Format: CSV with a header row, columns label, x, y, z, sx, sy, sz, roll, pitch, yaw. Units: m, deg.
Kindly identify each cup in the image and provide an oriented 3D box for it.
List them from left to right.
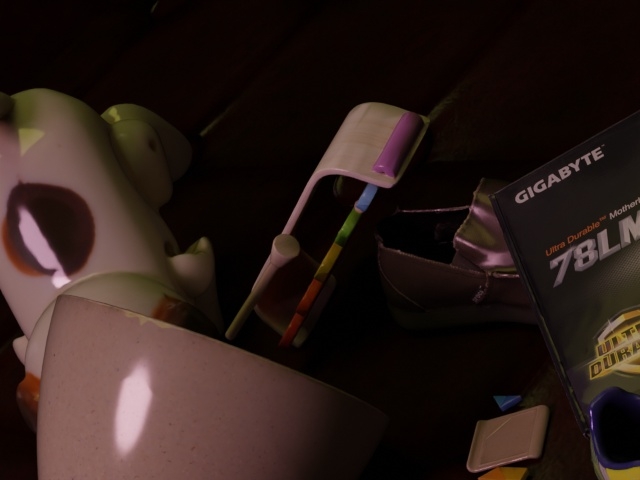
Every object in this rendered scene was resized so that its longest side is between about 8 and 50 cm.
label,x,y,z,sx,sy,sz,roll,pitch,yaw
cup,-0.128,0.218,1.642,0.331,0.331,0.237,7,75,55

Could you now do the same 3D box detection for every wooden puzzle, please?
label,x,y,z,sx,sy,sz,roll,pitch,yaw
wooden puzzle,0.172,0.184,1.622,0.078,0.014,0.116,-11,35,33

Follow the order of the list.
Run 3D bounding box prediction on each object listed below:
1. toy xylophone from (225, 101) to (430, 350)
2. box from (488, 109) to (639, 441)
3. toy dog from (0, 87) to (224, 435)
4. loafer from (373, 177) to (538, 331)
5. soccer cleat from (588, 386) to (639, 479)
label,x,y,z,sx,sy,sz,roll,pitch,yaw
toy xylophone,0.000,0.000,1.884,0.236,0.081,0.323,-60,-1,-34
box,0.325,0.007,1.560,0.295,0.073,0.293,-29,49,14
toy dog,-0.243,0.040,1.993,0.284,0.395,0.408,-22,59,-2
loafer,0.191,0.006,1.764,0.366,0.130,0.134,-14,33,37
soccer cleat,0.290,0.193,1.330,0.093,0.121,0.289,-34,25,-12
